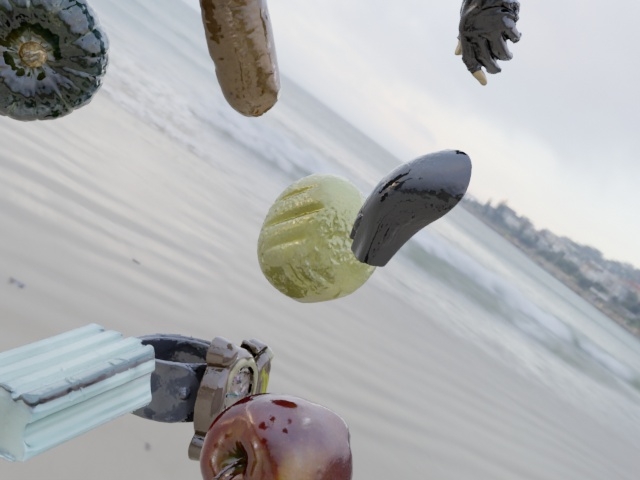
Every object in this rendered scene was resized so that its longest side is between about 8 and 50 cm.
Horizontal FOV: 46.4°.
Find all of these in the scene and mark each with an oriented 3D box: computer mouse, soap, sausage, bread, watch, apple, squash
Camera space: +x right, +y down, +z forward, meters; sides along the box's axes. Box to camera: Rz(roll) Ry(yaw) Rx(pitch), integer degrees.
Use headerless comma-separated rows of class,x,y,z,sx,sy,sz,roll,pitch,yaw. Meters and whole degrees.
computer mouse,0.127,-0.065,1.225,0.088,0.264,0.147,28,33,-25
soap,-0.357,0.201,1.027,0.150,0.094,0.261,15,14,25
sausage,-0.155,-0.456,1.297,0.123,0.500,0.136,-1,25,18
bread,-0.007,-0.008,1.795,0.237,0.320,0.320,49,2,-26
watch,-0.338,0.355,1.919,0.327,0.313,0.335,13,7,22
apple,-0.089,0.459,1.581,0.317,0.288,0.288,13,22,-41
squash,-0.484,-0.323,1.249,0.252,0.252,0.165,31,1,-34

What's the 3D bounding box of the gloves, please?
gloves,0.314,-0.379,1.419,0.129,0.180,0.106,6,25,18
